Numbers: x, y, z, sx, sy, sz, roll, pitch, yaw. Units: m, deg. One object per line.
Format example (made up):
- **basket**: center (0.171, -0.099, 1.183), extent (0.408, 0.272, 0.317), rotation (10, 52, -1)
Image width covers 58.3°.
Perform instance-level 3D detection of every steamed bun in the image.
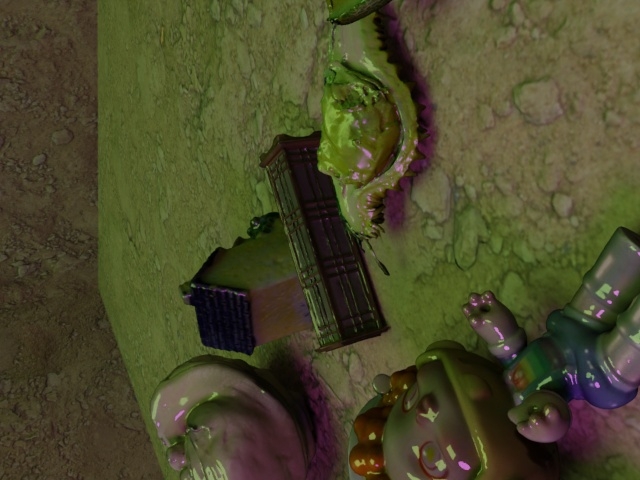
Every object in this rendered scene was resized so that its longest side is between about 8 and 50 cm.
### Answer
- **steamed bun**: center (-0.140, 0.355, 1.077), extent (0.339, 0.247, 0.352), rotation (51, 177, 22)

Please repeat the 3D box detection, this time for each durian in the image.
- **durian**: center (0.059, -0.132, 0.707), extent (0.106, 0.132, 0.374), rotation (-129, 37, -78)

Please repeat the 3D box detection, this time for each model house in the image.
- **model house**: center (-0.133, 0.085, 0.981), extent (0.170, 0.212, 0.193), rotation (55, 154, 34)

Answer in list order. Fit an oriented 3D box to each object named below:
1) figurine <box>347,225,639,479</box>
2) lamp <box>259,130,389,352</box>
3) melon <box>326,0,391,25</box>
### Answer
- **figurine**: center (0.191, 0.172, 0.528), extent (0.382, 0.205, 0.224), rotation (-46, 36, 40)
- **lamp**: center (0.000, 0.000, 0.871), extent (0.090, 0.089, 0.325), rotation (-33, 71, 59)
- **melon**: center (0.082, -0.365, 0.589), extent (0.169, 0.129, 0.265), rotation (-9, 89, 38)
